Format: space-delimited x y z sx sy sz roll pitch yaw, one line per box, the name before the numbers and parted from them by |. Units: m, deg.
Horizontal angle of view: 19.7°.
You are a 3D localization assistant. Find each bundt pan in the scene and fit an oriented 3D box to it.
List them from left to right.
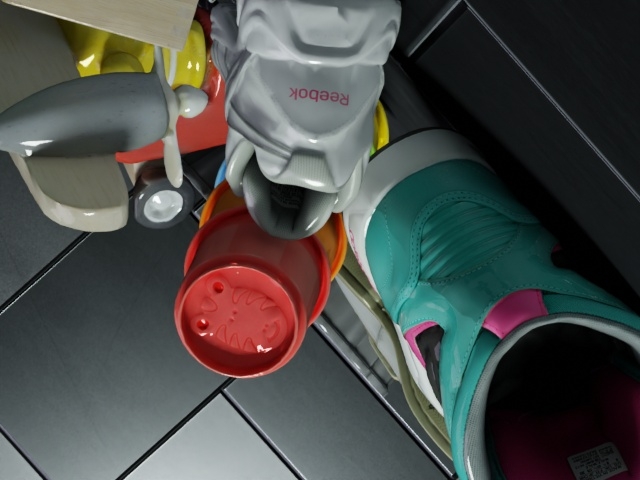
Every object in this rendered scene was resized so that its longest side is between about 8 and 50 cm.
bundt pan | 0.000 0.000 1.901 0.331 0.124 0.331 47 178 2

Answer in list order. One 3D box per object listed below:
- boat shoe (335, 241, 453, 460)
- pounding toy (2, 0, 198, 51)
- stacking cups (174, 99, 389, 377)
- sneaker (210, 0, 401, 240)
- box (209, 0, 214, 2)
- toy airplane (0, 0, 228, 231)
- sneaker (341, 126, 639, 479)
boat shoe | 0.105 0.084 1.621 0.302 0.113 0.103 59 -177 21
pounding toy | -0.197 -0.217 1.285 0.206 0.094 0.181 14 -169 -20
stacking cups | -0.014 -0.012 1.004 0.096 0.096 0.316 49 -164 -13
sneaker | -0.017 -0.059 0.891 0.090 0.115 0.232 8 180 -1
box | -0.119 -0.233 0.833 0.183 0.059 0.233 47 177 31
toy airplane | -0.239 -0.178 1.537 0.386 0.272 0.384 35 -152 8
sneaker | 0.124 0.083 0.971 0.295 0.124 0.178 52 -175 -49
